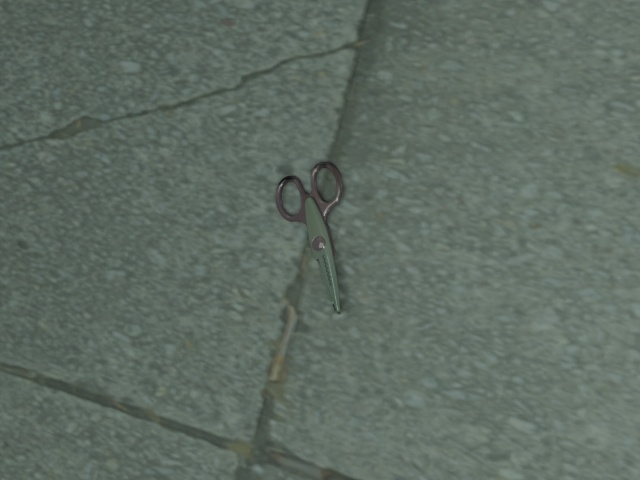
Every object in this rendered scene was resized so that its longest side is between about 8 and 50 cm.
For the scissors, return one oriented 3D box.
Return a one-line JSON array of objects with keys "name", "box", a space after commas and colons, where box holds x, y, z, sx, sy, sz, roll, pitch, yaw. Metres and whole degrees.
[{"name": "scissors", "box": [0.000, 0.000, 1.792, 0.085, 0.022, 0.176, -21, 70, 21]}]
